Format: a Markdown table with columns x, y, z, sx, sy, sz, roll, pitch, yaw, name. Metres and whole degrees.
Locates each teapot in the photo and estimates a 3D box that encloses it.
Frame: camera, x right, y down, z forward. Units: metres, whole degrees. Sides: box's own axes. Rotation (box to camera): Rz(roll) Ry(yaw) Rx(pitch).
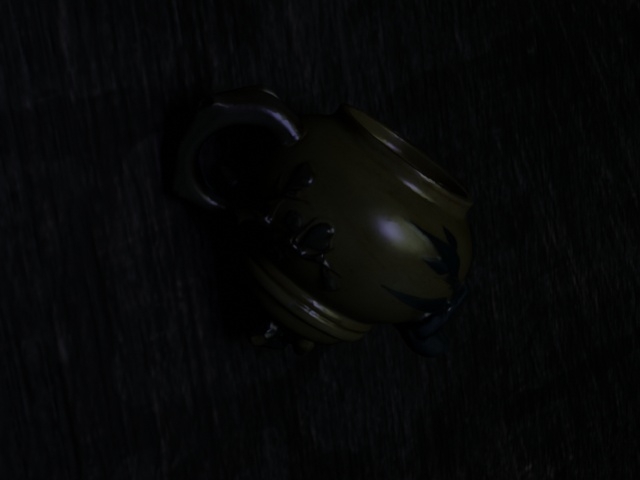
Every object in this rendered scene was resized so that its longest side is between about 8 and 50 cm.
| x | y | z | sx | sy | sz | roll | pitch | yaw | name |
| --- | --- | --- | --- | --- | --- | --- | --- | --- | --- |
| 0.000 | 0.000 | 1.032 | 0.269 | 0.173 | 0.182 | 31 | 104 | -23 | teapot |
